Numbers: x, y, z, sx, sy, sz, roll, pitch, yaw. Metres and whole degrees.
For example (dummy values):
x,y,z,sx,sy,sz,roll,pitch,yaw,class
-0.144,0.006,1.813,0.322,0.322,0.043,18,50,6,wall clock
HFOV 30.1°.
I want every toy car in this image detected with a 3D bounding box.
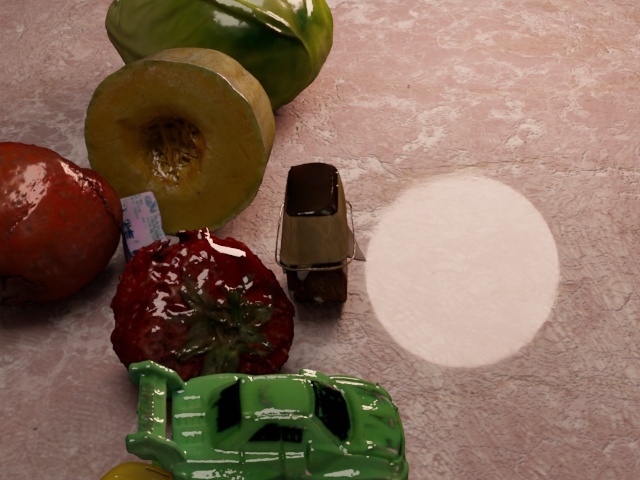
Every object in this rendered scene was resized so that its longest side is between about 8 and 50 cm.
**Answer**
x,y,z,sx,sy,sz,roll,pitch,yaw,class
-0.066,0.257,1.555,0.359,0.176,0.213,-2,38,-3,toy car

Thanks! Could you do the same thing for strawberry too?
x,y,z,sx,sy,sz,roll,pitch,yaw,class
-0.185,0.116,1.767,0.274,0.274,0.220,-17,2,-21,strawberry

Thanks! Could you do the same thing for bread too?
x,y,z,sx,sy,sz,roll,pitch,yaw,class
0.000,0.000,1.911,0.142,0.211,0.224,-5,32,4,bread

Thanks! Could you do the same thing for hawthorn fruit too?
x,y,z,sx,sy,sz,roll,pitch,yaw,class
-0.474,-0.005,1.907,0.276,0.276,0.307,11,50,16,hawthorn fruit

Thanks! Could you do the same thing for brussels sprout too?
x,y,z,sx,sy,sz,roll,pitch,yaw,class
-0.177,-0.407,2.359,0.425,0.342,0.361,-29,36,-17,brussels sprout

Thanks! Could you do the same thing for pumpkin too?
x,y,z,sx,sy,sz,roll,pitch,yaw,class
-0.226,-0.192,2.111,0.332,0.332,0.199,11,27,16,pumpkin

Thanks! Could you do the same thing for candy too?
x,y,z,sx,sy,sz,roll,pitch,yaw,class
-0.300,-0.001,2.019,0.073,0.092,0.160,-12,38,-10,candy

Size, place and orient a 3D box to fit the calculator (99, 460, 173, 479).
x,y,z,sx,sy,sz,roll,pitch,yaw,class
-0.246,0.360,1.572,0.146,0.032,0.235,15,41,21,calculator
